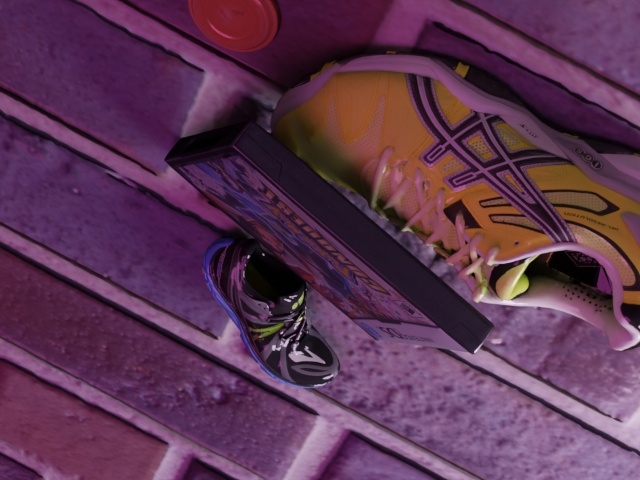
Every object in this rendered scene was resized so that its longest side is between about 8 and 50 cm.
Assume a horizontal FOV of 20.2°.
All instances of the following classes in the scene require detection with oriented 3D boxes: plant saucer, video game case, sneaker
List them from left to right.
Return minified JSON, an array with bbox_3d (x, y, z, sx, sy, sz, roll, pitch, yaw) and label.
[{"bbox_3d":[-0.075,-0.196,1.537,0.083,0.013,0.083,14,136,14],"label":"plant saucer"},{"bbox_3d":[-0.040,0.072,1.740,0.078,0.067,0.188,-14,121,43],"label":"sneaker"},{"bbox_3d":[0.000,0.000,1.581,0.275,0.035,0.248,40,169,-13],"label":"video game case"},{"bbox_3d":[0.133,-0.037,1.488,0.385,0.147,0.145,20,139,10],"label":"sneaker"}]
